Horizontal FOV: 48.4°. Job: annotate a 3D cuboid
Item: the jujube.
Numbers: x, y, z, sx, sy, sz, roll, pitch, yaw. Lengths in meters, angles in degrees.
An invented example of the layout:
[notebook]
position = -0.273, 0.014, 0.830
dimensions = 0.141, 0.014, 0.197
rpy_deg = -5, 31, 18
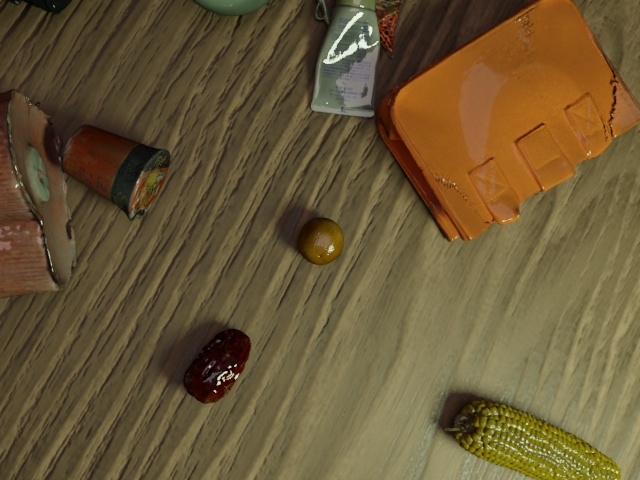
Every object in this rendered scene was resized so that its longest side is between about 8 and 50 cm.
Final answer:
[jujube]
position = -0.161, 0.200, 1.142
dimensions = 0.077, 0.077, 0.129
rpy_deg = 40, 71, -3

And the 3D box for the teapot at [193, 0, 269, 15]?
[teapot]
position = -0.149, -0.465, 1.154
dimensions = 0.294, 0.129, 0.193
rpy_deg = 7, 103, 14

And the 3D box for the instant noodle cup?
[instant noodle cup]
position = -0.327, -0.116, 1.128
dimensions = 0.135, 0.127, 0.127
rpy_deg = 26, 81, 3

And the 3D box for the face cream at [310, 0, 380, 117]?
[face cream]
position = 0.049, -0.331, 1.239
dimensions = 0.114, 0.070, 0.224
rpy_deg = 5, 96, -8

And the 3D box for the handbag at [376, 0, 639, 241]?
[handbag]
position = 0.327, -0.215, 1.241
dimensions = 0.410, 0.116, 0.304
rpy_deg = -33, 93, -10

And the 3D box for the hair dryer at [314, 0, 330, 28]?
[hair dryer]
position = 0.013, -0.495, 1.252
dimensions = 0.167, 0.067, 0.199
rpy_deg = -41, 102, -16

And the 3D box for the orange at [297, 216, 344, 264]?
[orange]
position = 0.000, 0.000, 1.185
dimensions = 0.085, 0.085, 0.085
rpy_deg = 1, 84, -9

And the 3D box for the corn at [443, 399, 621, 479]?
[corn]
position = 0.361, 0.348, 1.195
dimensions = 0.310, 0.101, 0.102
rpy_deg = 22, 82, -5

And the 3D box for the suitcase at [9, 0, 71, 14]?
[suitcase]
position = -0.411, -0.525, 1.031
dimensions = 0.188, 0.345, 0.339
rpy_deg = 22, 79, -10

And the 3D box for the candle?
[candle]
position = -0.455, -0.090, 1.039
dimensions = 0.131, 0.317, 0.287
rpy_deg = -6, 45, -7

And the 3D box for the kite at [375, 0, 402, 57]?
[kite]
position = 0.095, -0.446, 1.276
dimensions = 0.125, 0.008, 0.222
rpy_deg = 15, 82, -7
